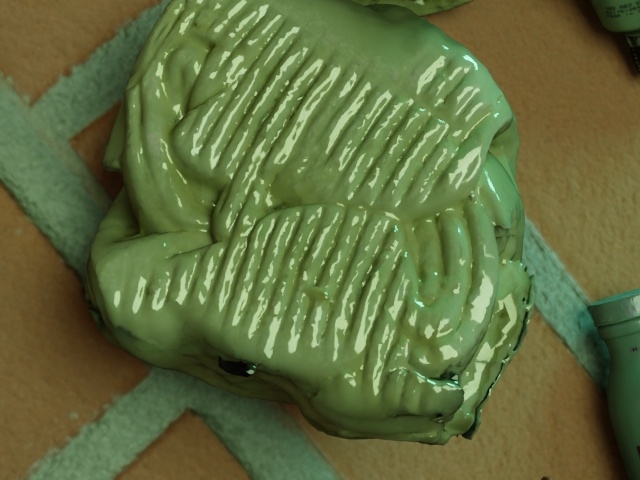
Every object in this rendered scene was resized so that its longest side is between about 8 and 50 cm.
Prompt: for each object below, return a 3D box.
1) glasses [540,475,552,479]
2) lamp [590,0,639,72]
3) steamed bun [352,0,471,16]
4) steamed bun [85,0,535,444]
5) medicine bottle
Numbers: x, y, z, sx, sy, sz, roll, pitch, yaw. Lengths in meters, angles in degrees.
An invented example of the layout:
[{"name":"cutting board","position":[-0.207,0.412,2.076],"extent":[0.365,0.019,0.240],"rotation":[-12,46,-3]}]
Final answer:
[{"name":"glasses","position":[0.198,0.272,1.330],"extent":[0.234,0.268,0.118],"rotation":[2,63,-21]},{"name":"lamp","position":[0.240,-0.286,1.486],"extent":[0.182,0.182,0.313],"rotation":[-18,106,-24]},{"name":"steamed bun","position":[0.087,-0.269,1.413],"extent":[0.172,0.155,0.140],"rotation":[-13,87,-25]},{"name":"steamed bun","position":[0.000,0.000,1.303],"extent":[0.347,0.237,0.394],"rotation":[-27,71,2]},{"name":"medicine bottle","position":[0.298,0.150,1.477],"extent":[0.090,0.090,0.216],"rotation":[-17,89,-24]}]
